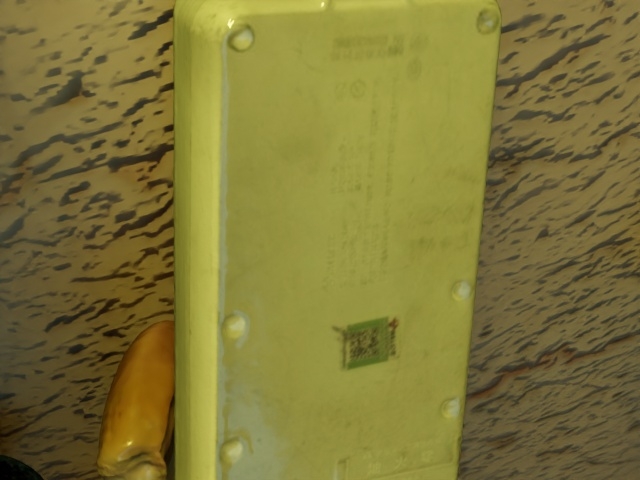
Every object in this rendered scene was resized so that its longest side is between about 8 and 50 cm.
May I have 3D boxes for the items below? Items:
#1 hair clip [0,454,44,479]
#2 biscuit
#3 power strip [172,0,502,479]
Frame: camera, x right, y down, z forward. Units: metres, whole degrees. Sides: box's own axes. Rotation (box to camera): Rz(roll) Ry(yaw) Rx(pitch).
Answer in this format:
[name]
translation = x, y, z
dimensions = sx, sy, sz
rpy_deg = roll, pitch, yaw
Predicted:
[hair clip]
translation = -0.263, 0.169, 0.525
dimensions = 0.310, 0.195, 0.206
rpy_deg = -12, 155, -15
[biscuit]
translation = -0.086, 0.151, 0.624
dimensions = 0.045, 0.154, 0.299
rpy_deg = 10, 125, 1
[power strip]
translation = 0.004, 0.022, 0.479
dimensions = 0.117, 0.046, 0.271
rpy_deg = -7, 114, -22
